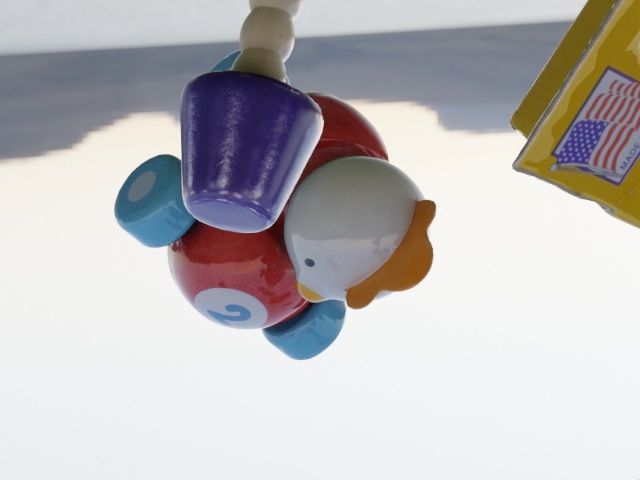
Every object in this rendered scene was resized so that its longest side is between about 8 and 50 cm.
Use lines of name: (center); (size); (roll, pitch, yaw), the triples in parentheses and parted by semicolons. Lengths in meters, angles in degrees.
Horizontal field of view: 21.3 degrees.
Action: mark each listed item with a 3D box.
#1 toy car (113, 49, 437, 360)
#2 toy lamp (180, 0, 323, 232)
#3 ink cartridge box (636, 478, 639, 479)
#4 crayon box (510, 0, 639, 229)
toy car: (0.000, 0.000, 1.325); (0.219, 0.210, 0.238); (40, 177, -33)
toy lamp: (-0.020, -0.138, 0.921); (0.080, 0.274, 0.080); (12, 161, 4)
ink cartridge box: (0.342, 0.350, 1.753); (0.235, 0.193, 0.088); (-22, -163, 6)
crayon box: (0.222, -0.079, 0.681); (0.323, 0.203, 0.083); (21, -161, -36)
